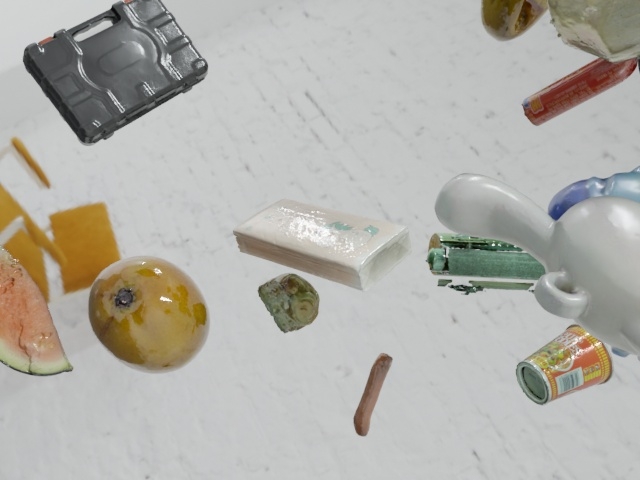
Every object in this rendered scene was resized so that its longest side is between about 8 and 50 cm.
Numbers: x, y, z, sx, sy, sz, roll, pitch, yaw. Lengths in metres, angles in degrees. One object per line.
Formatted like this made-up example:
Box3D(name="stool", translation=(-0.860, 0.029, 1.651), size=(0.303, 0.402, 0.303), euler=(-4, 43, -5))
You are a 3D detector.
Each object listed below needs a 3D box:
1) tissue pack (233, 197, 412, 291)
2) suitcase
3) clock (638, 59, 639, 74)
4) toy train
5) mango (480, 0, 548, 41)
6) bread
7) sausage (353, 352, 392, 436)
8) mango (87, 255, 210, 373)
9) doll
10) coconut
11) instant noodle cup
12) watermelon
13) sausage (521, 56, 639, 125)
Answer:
Box3D(name="tissue pack", translation=(0.000, 0.000, 1.415), size=(0.325, 0.170, 0.071), euler=(15, -51, 36))
Box3D(name="suitcase", translation=(-0.373, -0.325, 1.317), size=(0.206, 0.285, 0.066), euler=(54, -24, -2))
Box3D(name="clock", translation=(0.803, -0.269, 1.542), size=(0.379, 0.120, 0.276), euler=(-90, 164, -65))
Box3D(name="toy train", translation=(0.349, 0.050, 1.396), size=(0.189, 0.308, 0.126), euler=(154, -62, -83))
Box3D(name="mango", translation=(0.511, -0.672, 1.751), size=(0.182, 0.253, 0.364), euler=(45, -59, 37))
Box3D(name="bread", translation=(-0.067, 0.136, 1.569), size=(0.128, 0.088, 0.232), euler=(68, -21, 2))
Box3D(name="sausage", translation=(0.109, 0.331, 1.523), size=(0.043, 0.186, 0.043), euler=(19, 0, 0))
Box3D(name="mango", translation=(-0.356, 0.158, 1.498), size=(0.264, 0.221, 0.378), euler=(41, -14, 4))
Box3D(name="doll", translation=(0.368, 0.022, 0.779), size=(0.376, 0.366, 0.187), euler=(58, -33, 21))
Box3D(name="coconut", translation=(0.599, -0.508, 1.300), size=(0.352, 0.353, 0.352), euler=(61, -6, 11))
Box3D(name="instant noodle cup", translation=(0.667, 0.358, 1.975), size=(0.193, 0.212, 0.193), euler=(51, -28, 39))
Box3D(name="watermelon", translation=(-0.492, 0.127, 1.148), size=(0.245, 0.119, 0.063), euler=(57, 2, 7))
Box3D(name="sausage", translation=(0.565, -0.335, 1.520), size=(0.274, 0.074, 0.074), euler=(-26, -88, 44))
